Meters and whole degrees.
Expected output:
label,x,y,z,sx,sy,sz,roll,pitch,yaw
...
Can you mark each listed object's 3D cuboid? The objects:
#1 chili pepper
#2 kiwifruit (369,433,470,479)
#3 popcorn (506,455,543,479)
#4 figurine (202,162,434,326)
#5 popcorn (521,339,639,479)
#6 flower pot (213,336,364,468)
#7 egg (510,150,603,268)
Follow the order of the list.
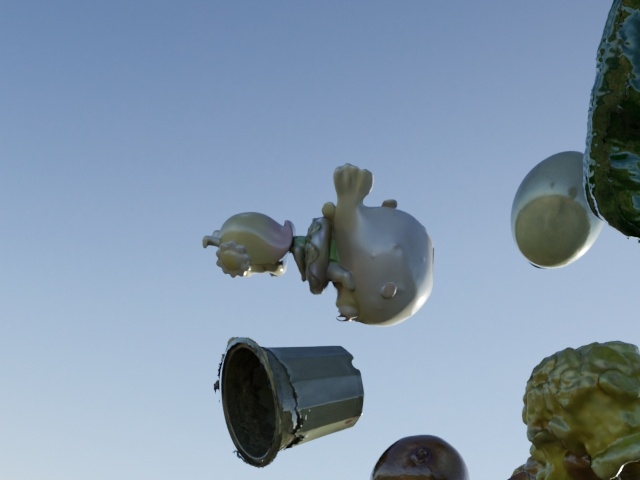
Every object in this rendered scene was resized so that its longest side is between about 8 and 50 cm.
label,x,y,z,sx,sy,sz,roll,pitch,yaw
chili pepper,0.440,-0.182,1.339,0.213,0.385,0.167,8,9,-8
kiwifruit,0.183,0.460,1.951,0.196,0.196,0.234,16,-46,14
popcorn,0.382,0.425,1.635,0.225,0.265,0.332,55,9,36
figurine,0.000,0.000,1.803,0.394,0.274,0.226,6,12,6
popcorn,0.362,0.242,1.374,0.181,0.217,0.235,6,-51,-19
flower pot,-0.056,0.333,2.286,0.259,0.290,0.290,-4,-11,-29
egg,0.486,-0.063,2.157,0.186,0.253,0.186,22,-2,1
